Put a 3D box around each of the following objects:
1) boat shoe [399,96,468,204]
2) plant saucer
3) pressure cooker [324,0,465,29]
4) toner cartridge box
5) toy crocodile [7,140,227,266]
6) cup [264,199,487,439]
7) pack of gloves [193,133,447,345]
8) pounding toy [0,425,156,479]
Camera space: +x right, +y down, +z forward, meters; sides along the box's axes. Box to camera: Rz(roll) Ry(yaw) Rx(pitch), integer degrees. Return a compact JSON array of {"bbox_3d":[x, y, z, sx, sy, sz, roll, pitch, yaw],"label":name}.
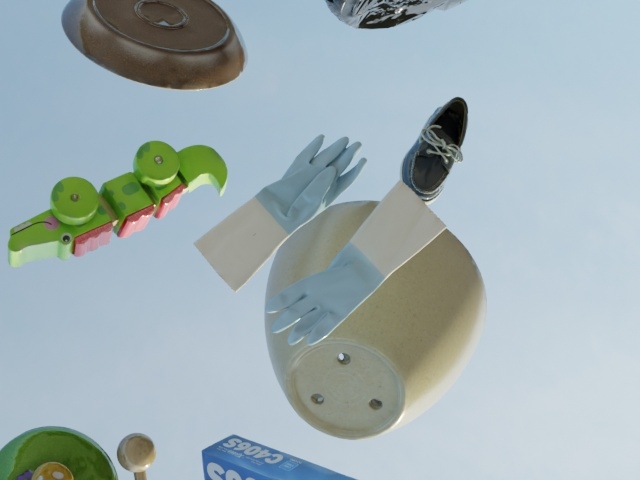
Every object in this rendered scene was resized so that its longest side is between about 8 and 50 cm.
[{"bbox_3d":[0.219,-0.169,2.048,0.095,0.079,0.254,33,-131,-2],"label":"boat shoe"},{"bbox_3d":[-0.264,-0.352,1.811,0.310,0.050,0.310,13,-144,-10],"label":"plant saucer"},{"bbox_3d":[0.109,-0.585,1.714,0.370,0.375,0.420,51,-162,-80],"label":"pressure cooker"},{"bbox_3d":[-0.032,0.419,1.665,0.075,0.348,0.165,-22,-67,-44],"label":"toner cartridge box"},{"bbox_3d":[-0.287,-0.048,1.573,0.340,0.115,0.105,-28,-103,-29],"label":"toy crocodile"},{"bbox_3d":[0.059,0.141,1.558,0.331,0.331,0.237,44,-151,-11],"label":"cup"},{"bbox_3d":[0.000,0.000,1.298,0.232,0.046,0.195,-42,-112,-3],"label":"pack of gloves"},{"bbox_3d":[-0.335,0.341,1.445,0.237,0.110,0.183,-2,-89,0],"label":"pounding toy"}]
